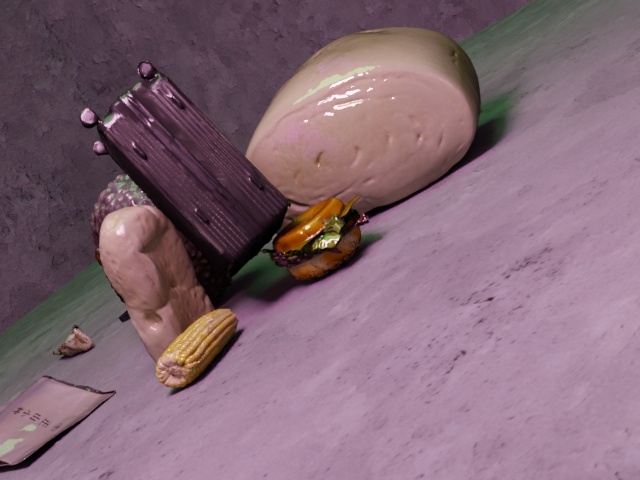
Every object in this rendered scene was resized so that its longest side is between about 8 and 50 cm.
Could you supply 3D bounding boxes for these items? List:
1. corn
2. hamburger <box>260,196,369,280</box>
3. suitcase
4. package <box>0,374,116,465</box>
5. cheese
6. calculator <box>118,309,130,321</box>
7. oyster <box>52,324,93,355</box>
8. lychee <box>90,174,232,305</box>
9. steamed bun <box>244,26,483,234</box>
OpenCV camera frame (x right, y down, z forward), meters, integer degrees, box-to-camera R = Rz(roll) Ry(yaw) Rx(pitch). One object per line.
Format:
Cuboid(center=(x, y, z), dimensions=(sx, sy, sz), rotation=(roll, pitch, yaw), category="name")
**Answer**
Cuboid(center=(-0.182, 0.158, 1.500), dimensions=(0.085, 0.063, 0.165), rotation=(-54, -3, 29), category="corn")
Cuboid(center=(0.000, 0.001, 1.592), dimensions=(0.164, 0.093, 0.189), rotation=(-38, 9, -12), category="hamburger")
Cuboid(center=(-0.216, -0.103, 1.640), dimensions=(0.152, 0.335, 0.229), rotation=(-44, -2, -10), category="suitcase")
Cuboid(center=(-0.486, 0.313, 1.710), dimensions=(0.251, 0.062, 0.204), rotation=(-3, 29, 44), category="package")
Cuboid(center=(-0.264, 0.066, 1.602), dimensions=(0.093, 0.262, 0.159), rotation=(-16, 18, 17), category="cheese")
Cuboid(center=(-0.343, 0.108, 2.298), dimensions=(0.262, 0.021, 0.161), rotation=(-25, 14, 38), category="calculator")
Cuboid(center=(-0.564, 0.241, 2.299), dimensions=(0.106, 0.061, 0.200), rotation=(-51, 9, -2), category="oyster")
Cuboid(center=(-0.284, -0.002, 1.868), dimensions=(0.300, 0.300, 0.300), rotation=(-31, 11, 7), category="lychee")
Cuboid(center=(0.064, -0.216, 1.856), dimensions=(0.456, 0.289, 0.371), rotation=(-29, 12, 21), category="steamed bun")
